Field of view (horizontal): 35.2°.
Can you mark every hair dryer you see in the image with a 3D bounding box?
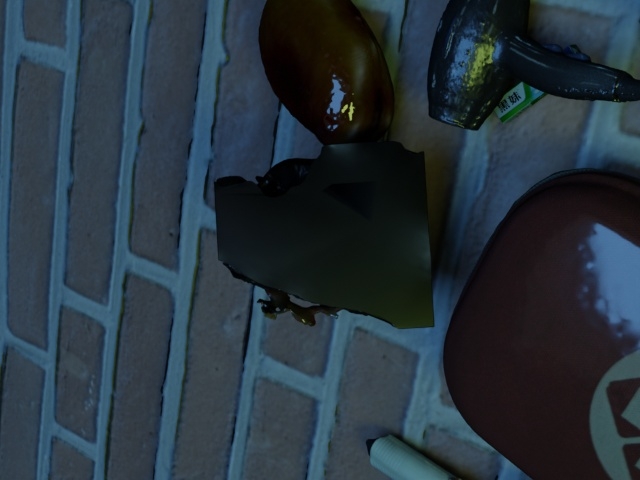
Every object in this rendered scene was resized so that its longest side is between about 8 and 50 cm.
[{"bbox_3d":[0.181,-0.155,0.746,0.219,0.075,0.195,31,109,43],"label":"hair dryer"},{"bbox_3d":[0.128,0.251,0.906,0.236,0.073,0.131,27,117,32],"label":"hair dryer"}]

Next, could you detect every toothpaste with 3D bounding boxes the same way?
[{"bbox_3d":[0.175,-0.125,0.811,0.083,0.017,0.020,-37,79,36],"label":"toothpaste"}]

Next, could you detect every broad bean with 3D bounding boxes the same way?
[{"bbox_3d":[0.002,-0.158,0.891,0.114,0.084,0.165,-48,67,25],"label":"broad bean"}]

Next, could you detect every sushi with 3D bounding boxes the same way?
[{"bbox_3d":[0.000,0.000,0.889,0.172,0.150,0.153,-3,89,-2],"label":"sushi"}]

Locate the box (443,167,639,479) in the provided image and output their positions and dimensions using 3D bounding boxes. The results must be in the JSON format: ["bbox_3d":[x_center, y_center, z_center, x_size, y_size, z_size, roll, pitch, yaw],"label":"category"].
[{"bbox_3d":[0.276,0.124,0.738,0.404,0.108,0.263,36,120,24],"label":"box"}]
